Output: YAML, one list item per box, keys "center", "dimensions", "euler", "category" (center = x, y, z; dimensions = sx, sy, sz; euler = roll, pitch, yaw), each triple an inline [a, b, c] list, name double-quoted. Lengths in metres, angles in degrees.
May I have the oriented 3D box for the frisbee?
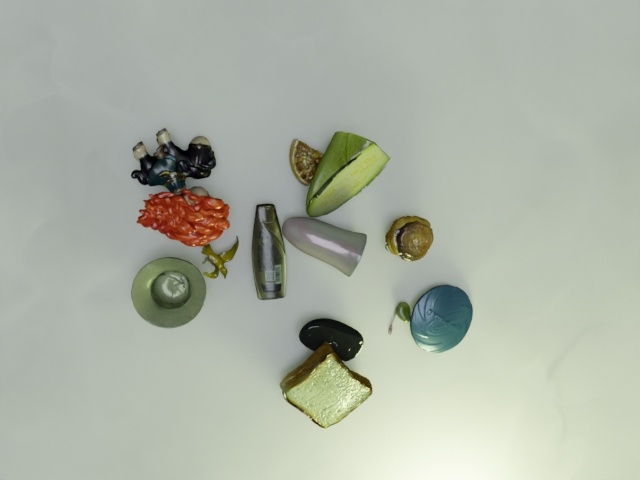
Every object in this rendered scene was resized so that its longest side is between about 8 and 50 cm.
- center: [0.493, 0.320, 2.044]
  dimensions: [0.289, 0.049, 0.290]
  euler: [-4, 103, -18]
  category: "frisbee"

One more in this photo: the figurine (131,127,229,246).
- center: [-0.475, -0.179, 1.742]
  dimensions: [0.305, 0.241, 0.413]
  euler: [-5, 82, -31]
  category: "figurine"

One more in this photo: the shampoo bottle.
- center: [-0.192, 0.041, 1.880]
  dimensions: [0.125, 0.084, 0.351]
  euler: [-6, 101, -11]
  category: "shampoo bottle"

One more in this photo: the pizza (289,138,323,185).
- center: [-0.047, -0.294, 1.863]
  dimensions: [0.134, 0.046, 0.175]
  euler: [-23, 103, -5]
  category: "pizza"

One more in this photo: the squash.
- center: [0.075, -0.205, 1.808]
  dimensions: [0.210, 0.233, 0.309]
  euler: [23, 91, 25]
  category: "squash"

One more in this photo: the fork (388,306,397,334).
- center: [0.292, 0.323, 2.051]
  dimensions: [0.016, 0.012, 0.116]
  euler: [14, 93, -16]
  category: "fork"

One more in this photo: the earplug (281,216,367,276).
- center: [0.000, 0.000, 1.878]
  dimensions: [0.300, 0.172, 0.173]
  euler: [22, 96, -6]
  category: "earplug"

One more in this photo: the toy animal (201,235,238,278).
- center: [-0.378, 0.077, 1.862]
  dimensions: [0.095, 0.155, 0.219]
  euler: [25, 52, 11]
  category: "toy animal"

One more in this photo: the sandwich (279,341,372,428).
- center: [0.021, 0.570, 1.973]
  dimensions: [0.271, 0.099, 0.301]
  euler: [-38, 119, 9]
  category: "sandwich"

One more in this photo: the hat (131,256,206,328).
- center: [-0.531, 0.170, 1.822]
  dimensions: [0.256, 0.130, 0.258]
  euler: [-2, 101, -9]
  category: "hat"

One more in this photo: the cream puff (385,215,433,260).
- center: [0.331, -0.009, 1.937]
  dimensions: [0.188, 0.129, 0.189]
  euler: [-3, 100, -18]
  category: "cream puff"

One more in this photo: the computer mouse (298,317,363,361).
- center: [0.038, 0.372, 1.975]
  dimensions: [0.269, 0.086, 0.138]
  euler: [23, 112, -20]
  category: "computer mouse"

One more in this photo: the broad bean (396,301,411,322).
- center: [0.332, 0.286, 2.034]
  dimensions: [0.063, 0.045, 0.084]
  euler: [-19, 97, -17]
  category: "broad bean"
